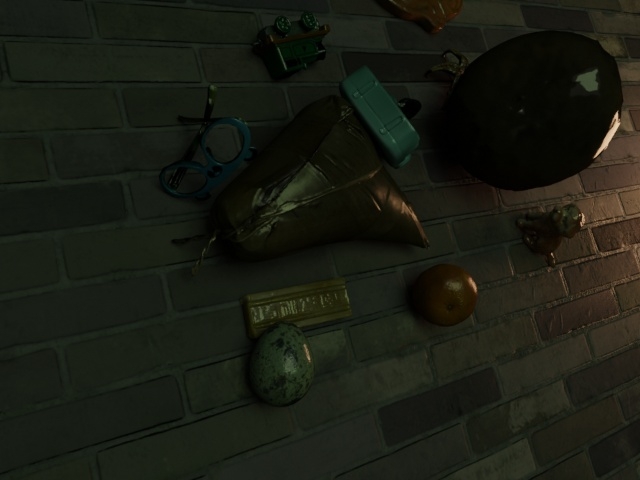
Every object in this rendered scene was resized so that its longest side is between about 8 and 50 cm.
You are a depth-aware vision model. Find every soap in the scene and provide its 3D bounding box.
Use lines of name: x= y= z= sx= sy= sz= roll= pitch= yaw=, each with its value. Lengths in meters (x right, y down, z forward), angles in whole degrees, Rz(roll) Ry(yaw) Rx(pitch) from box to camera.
soap: x=-0.049 y=0.146 z=1.306 sx=0.252 sy=0.037 sz=0.092 roll=-8 pitch=79 yaw=-32

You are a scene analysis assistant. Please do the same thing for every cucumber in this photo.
cucumber: x=0.226 y=-0.338 z=1.526 sx=0.056 sy=0.056 sz=0.284 roll=59 pitch=19 yaw=-3

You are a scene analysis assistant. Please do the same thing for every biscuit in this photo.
biscuit: x=0.286 y=-0.812 z=1.771 sx=0.365 sy=0.062 sz=0.384 roll=25 pitch=65 yaw=-23

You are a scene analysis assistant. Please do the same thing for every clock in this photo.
clock: x=0.147 y=-0.283 z=1.425 sx=0.094 sy=0.274 sz=0.223 roll=-36 pitch=82 yaw=8

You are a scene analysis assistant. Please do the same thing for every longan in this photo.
longan: x=0.558 y=-0.335 z=1.580 sx=0.404 sy=0.436 sz=0.403 roll=55 pitch=20 yaw=-32

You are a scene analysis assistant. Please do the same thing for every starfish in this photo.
starfish: x=0.380 y=-0.465 z=1.721 sx=0.146 sy=0.074 sz=0.189 roll=38 pitch=62 yaw=-23

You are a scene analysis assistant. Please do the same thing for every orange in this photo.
orange: x=0.302 y=0.130 z=1.459 sx=0.159 sy=0.159 sz=0.136 roll=39 pitch=19 yaw=-15

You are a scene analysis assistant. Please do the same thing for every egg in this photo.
egg: x=-0.077 y=0.247 z=1.200 sx=0.133 sy=0.132 sz=0.172 roll=9 pitch=81 yaw=-28

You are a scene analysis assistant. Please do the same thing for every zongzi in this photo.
zongzi: x=0.012 y=-0.003 z=1.288 sx=0.467 sy=0.218 sz=0.500 roll=48 pitch=60 yaw=-15

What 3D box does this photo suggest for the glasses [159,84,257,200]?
glasses: x=-0.252 y=-0.209 z=1.206 sx=0.102 sy=0.239 sz=0.206 roll=3 pitch=54 yaw=-55

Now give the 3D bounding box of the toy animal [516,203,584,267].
toy animal: x=0.686 y=-0.016 z=1.698 sx=0.104 sy=0.185 sz=0.183 roll=-36 pitch=96 yaw=-35

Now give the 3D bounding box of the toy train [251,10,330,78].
toy train: x=-0.066 y=-0.472 z=1.451 sx=0.228 sy=0.091 sz=0.136 roll=-22 pitch=98 yaw=-35
